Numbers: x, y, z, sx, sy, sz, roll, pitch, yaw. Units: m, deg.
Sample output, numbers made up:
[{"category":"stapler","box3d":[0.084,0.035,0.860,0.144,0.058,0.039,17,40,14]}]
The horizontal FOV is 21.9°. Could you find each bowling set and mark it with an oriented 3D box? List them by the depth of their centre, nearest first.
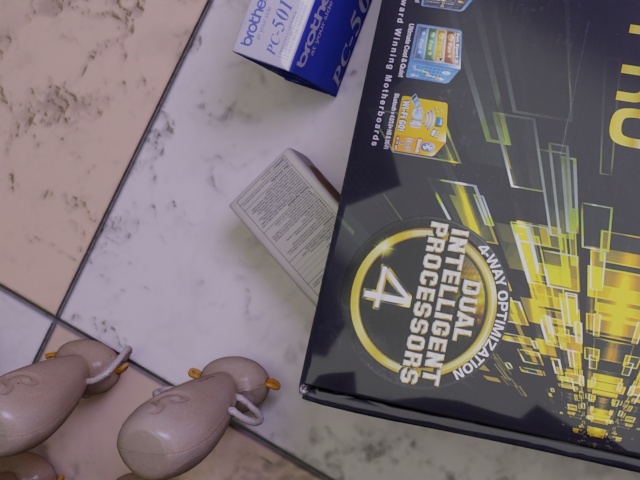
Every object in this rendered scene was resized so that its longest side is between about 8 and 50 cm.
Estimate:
[{"category":"bowling set","box3d":[-0.183,0.164,1.116,0.287,0.154,0.200,11,107,19]}]

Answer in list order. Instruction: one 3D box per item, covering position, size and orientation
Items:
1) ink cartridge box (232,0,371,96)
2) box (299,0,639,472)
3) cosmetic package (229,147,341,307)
[{"category":"ink cartridge box","box3d":[0.013,-0.205,1.085,0.046,0.097,0.207,21,92,20]},{"category":"box","box3d":[0.182,-0.063,0.993,0.318,0.097,0.395,12,85,13]},{"category":"cosmetic package","box3d":[0.000,0.000,1.100,0.060,0.041,0.115,-43,73,10]}]
